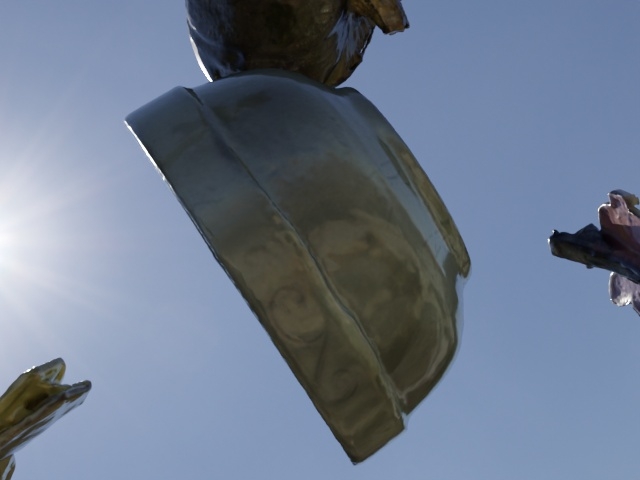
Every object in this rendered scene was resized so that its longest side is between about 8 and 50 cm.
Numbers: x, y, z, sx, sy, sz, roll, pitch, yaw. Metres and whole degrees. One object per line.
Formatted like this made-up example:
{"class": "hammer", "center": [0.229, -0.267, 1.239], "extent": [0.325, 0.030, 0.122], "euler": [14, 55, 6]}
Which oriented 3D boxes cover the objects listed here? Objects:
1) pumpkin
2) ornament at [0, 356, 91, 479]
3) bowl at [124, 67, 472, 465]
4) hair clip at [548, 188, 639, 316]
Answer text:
{"class": "pumpkin", "center": [-0.006, -0.314, 1.038], "extent": [0.325, 0.242, 0.232], "euler": [-59, -18, -23]}
{"class": "ornament", "center": [-0.297, 0.194, 0.825], "extent": [0.201, 0.059, 0.180], "euler": [-50, -6, 13]}
{"class": "bowl", "center": [0.000, 0.000, 0.719], "extent": [0.163, 0.307, 0.307], "euler": [-33, -38, -3]}
{"class": "hair clip", "center": [0.296, 0.022, 0.915], "extent": [0.056, 0.187, 0.146], "euler": [-26, -63, -19]}
